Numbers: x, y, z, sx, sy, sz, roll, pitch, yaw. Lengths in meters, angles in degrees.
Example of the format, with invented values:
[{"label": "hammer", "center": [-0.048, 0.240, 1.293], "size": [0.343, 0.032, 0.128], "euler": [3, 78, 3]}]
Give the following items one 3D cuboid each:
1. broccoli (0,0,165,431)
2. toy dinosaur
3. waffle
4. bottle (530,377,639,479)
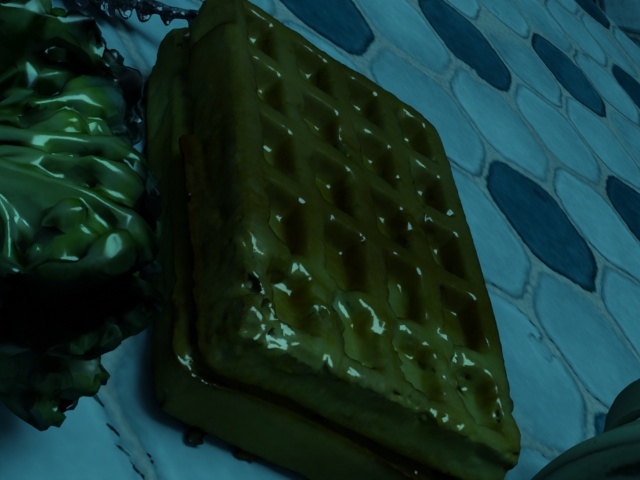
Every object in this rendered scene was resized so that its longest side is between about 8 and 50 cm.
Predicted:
[{"label": "broccoli", "center": [-0.205, -0.033, 0.421], "size": [0.304, 0.145, 0.165], "euler": [17, 48, -29]}, {"label": "toy dinosaur", "center": [-0.160, -0.191, 0.778], "size": [0.209, 0.039, 0.082], "euler": [25, 35, -19]}, {"label": "waffle", "center": [0.000, 0.000, 0.693], "size": [0.224, 0.098, 0.327], "euler": [29, 30, -29]}, {"label": "bottle", "center": [0.254, 0.187, 0.678], "size": [0.229, 0.229, 0.352], "euler": [57, 24, 19]}]
